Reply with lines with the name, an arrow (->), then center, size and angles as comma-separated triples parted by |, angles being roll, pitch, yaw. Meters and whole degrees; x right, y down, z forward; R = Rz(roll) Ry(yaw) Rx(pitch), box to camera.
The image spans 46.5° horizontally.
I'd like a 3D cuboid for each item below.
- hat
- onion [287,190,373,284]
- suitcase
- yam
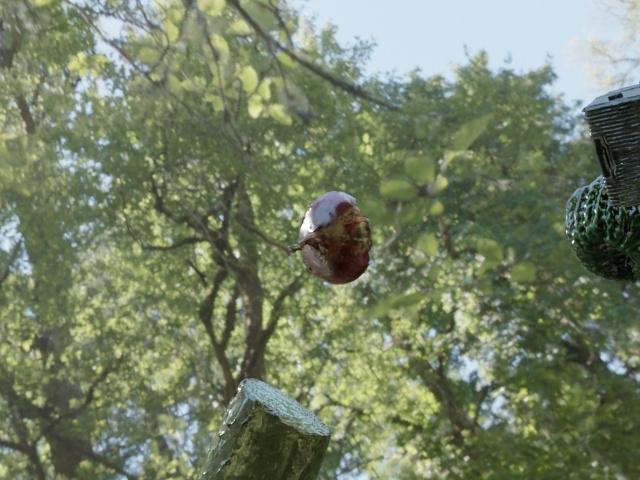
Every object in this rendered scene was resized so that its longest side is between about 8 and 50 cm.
hat -> 0.697, -0.088, 1.703 | 0.274, 0.242, 0.332 | 55, -131, -54
onion -> 0.000, 0.000, 1.167 | 0.140, 0.150, 0.150 | -5, -52, -35
suitcase -> 0.682, -0.195, 1.364 | 0.152, 0.335, 0.229 | -29, -76, -38
yam -> -0.093, 0.335, 1.004 | 0.161, 0.161, 0.268 | 26, -97, -43
